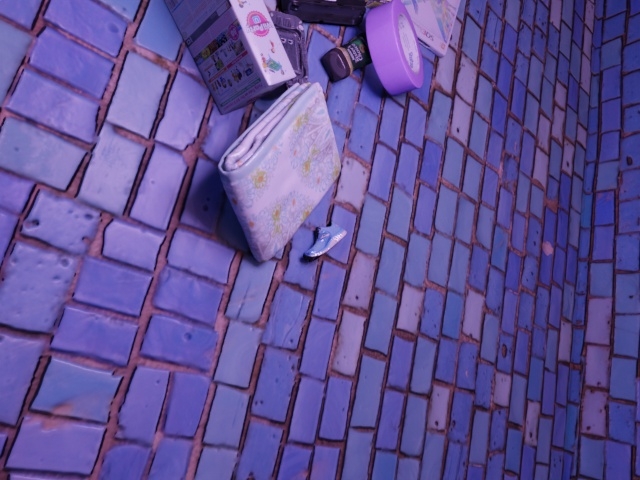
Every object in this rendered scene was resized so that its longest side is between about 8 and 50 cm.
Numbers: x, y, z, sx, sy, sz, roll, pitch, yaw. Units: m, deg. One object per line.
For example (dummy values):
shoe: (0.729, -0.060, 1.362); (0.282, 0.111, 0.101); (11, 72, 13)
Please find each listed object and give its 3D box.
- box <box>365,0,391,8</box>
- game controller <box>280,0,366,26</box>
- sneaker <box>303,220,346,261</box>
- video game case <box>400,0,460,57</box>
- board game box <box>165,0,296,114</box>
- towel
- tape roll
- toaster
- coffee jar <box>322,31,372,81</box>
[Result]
box: (0.189, -0.883, 1.607); (0.087, 0.058, 0.232); (-7, 100, -34)
game controller: (0.017, -0.732, 1.461); (0.319, 0.067, 0.166); (-14, 111, -38)
sneaker: (0.000, 0.000, 1.398); (0.073, 0.063, 0.162); (50, 52, -1)
video game case: (0.382, -0.874, 1.754); (0.300, 0.036, 0.328); (18, 85, -35)
board game box: (-0.217, -0.484, 1.174); (0.097, 0.224, 0.303); (-34, 106, -37)
towel: (-0.083, -0.172, 1.236); (0.374, 0.090, 0.320); (-53, 146, -28)
tape roll: (0.239, -0.605, 1.556); (0.275, 0.090, 0.274); (30, 54, -54)
toaster: (-0.119, -0.468, 1.293); (0.129, 0.146, 0.226); (-6, 88, -37)
coffee jar: (0.090, -0.559, 1.506); (0.184, 0.079, 0.096); (-41, 110, -33)
